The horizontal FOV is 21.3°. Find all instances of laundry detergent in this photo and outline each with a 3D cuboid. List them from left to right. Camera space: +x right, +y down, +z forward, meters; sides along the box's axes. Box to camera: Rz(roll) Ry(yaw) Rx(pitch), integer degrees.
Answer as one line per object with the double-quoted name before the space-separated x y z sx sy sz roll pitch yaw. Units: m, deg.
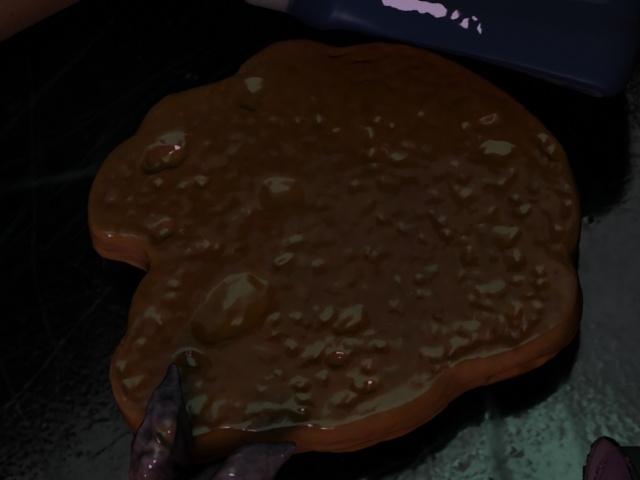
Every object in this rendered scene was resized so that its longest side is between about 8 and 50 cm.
"laundry detergent" 0.075 -0.176 1.174 0.289 0.094 0.143 13 19 -7

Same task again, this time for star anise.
"star anise" -0.093 0.192 1.032 0.172 0.063 0.208 45 95 12

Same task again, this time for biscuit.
"biscuit" 0.000 0.000 1.163 0.351 0.057 0.312 -27 60 -11

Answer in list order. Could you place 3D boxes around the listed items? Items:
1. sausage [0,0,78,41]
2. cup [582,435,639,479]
"sausage" -0.254 -0.175 1.291 0.301 0.066 0.066 -31 61 -13
"cup" 0.305 0.198 0.953 0.288 0.203 0.203 -5 59 -3
